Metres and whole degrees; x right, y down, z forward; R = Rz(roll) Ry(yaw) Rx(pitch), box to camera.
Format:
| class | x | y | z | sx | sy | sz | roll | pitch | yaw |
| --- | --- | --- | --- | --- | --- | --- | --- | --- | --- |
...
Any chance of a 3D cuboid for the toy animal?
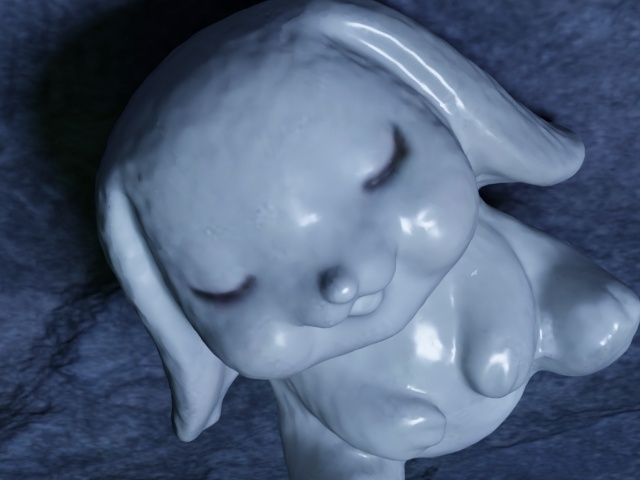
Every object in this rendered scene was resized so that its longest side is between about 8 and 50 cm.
| class | x | y | z | sx | sy | sz | roll | pitch | yaw |
| --- | --- | --- | --- | --- | --- | --- | --- | --- | --- |
| toy animal | 0.000 | 0.000 | 0.712 | 0.272 | 0.206 | 0.265 | -38 | 135 | 8 |
